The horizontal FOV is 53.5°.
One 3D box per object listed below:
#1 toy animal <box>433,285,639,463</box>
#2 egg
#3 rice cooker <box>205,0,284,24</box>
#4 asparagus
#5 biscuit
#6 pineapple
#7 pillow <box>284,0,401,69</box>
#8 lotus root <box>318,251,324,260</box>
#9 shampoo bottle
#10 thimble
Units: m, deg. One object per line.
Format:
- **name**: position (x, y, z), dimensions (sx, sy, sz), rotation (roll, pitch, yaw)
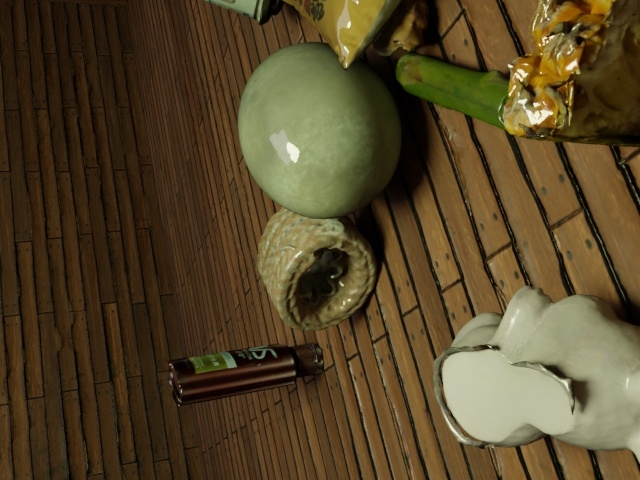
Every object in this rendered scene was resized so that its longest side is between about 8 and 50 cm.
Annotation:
- **toy animal**: position (0.255, 0.154, 0.649), dimensions (0.325, 0.154, 0.208), rotation (22, 125, 55)
- **egg**: position (-0.003, -0.178, 1.011), dimensions (0.352, 0.258, 0.258), rotation (-113, 29, -51)
- **rice cooker**: position (-0.158, -0.581, 1.255), dimensions (0.317, 0.316, 0.264), rotation (124, 161, -54)
- **asparagus**: position (0.187, -0.198, 0.837), dimensions (0.277, 0.060, 0.067), rotation (-138, 36, -57)
- **biscuit**: position (0.108, -0.330, 0.968), dimensions (0.118, 0.061, 0.183), rotation (-59, 36, 2)
- **pineapple**: position (0.266, -0.159, 0.579), dimensions (0.236, 0.186, 0.114), rotation (-49, 25, -3)
- **pillow**: position (0.064, -0.443, 0.937), dimensions (0.312, 0.119, 0.310), rotation (-54, 43, 20)
- **lotus root**: position (0.000, 0.000, 1.293), dimensions (0.049, 0.054, 0.099), rotation (-99, 15, -66)
- **shampoo bottle**: position (-0.152, 0.275, 1.352), dimensions (0.129, 0.323, 0.084), rotation (-149, 57, -62)
- **thimble**: position (-0.012, 0.041, 1.143), dimensions (0.148, 0.196, 0.229), rotation (56, 169, 44)
